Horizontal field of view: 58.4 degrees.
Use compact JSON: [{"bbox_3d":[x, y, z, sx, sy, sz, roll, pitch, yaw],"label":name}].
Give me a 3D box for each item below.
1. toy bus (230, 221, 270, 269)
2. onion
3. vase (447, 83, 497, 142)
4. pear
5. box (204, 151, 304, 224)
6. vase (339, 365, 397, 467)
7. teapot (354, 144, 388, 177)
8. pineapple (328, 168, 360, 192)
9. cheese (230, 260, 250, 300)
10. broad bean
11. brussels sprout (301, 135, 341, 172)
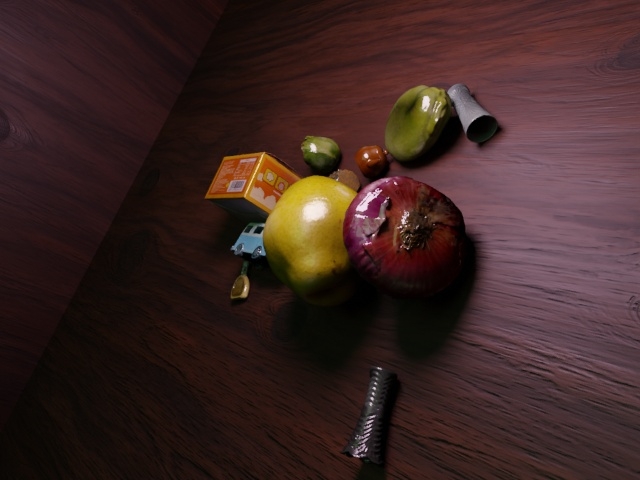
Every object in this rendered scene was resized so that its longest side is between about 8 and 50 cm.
[{"bbox_3d":[-0.194,0.019,2.130,0.271,0.133,0.164,8,66,52],"label":"toy bus"},{"bbox_3d":[0.221,0.003,1.580,0.285,0.348,0.347,121,163,-63],"label":"onion"},{"bbox_3d":[0.455,-0.398,1.757,0.096,0.096,0.219,-39,39,22],"label":"vase"},{"bbox_3d":[0.000,0.000,1.765,0.362,0.362,0.418,-35,46,26],"label":"pear"},{"bbox_3d":[-0.243,-0.193,2.228,0.283,0.259,0.213,5,69,48],"label":"box"},{"bbox_3d":[0.139,0.455,1.498,0.115,0.115,0.237,-6,57,45],"label":"vase"},{"bbox_3d":[0.183,-0.277,1.955,0.116,0.116,0.173,-43,8,17],"label":"teapot"},{"bbox_3d":[0.028,-0.171,2.057,0.251,0.125,0.125,-26,47,48],"label":"pineapple"},{"bbox_3d":[-0.301,0.154,2.227,0.086,0.036,0.162,-14,55,40],"label":"cheese"},{"bbox_3d":[0.308,-0.381,1.843,0.291,0.119,0.238,-41,47,51],"label":"broad bean"},{"bbox_3d":[0.002,-0.323,2.154,0.183,0.145,0.131,-45,-33,-76],"label":"brussels sprout"}]
